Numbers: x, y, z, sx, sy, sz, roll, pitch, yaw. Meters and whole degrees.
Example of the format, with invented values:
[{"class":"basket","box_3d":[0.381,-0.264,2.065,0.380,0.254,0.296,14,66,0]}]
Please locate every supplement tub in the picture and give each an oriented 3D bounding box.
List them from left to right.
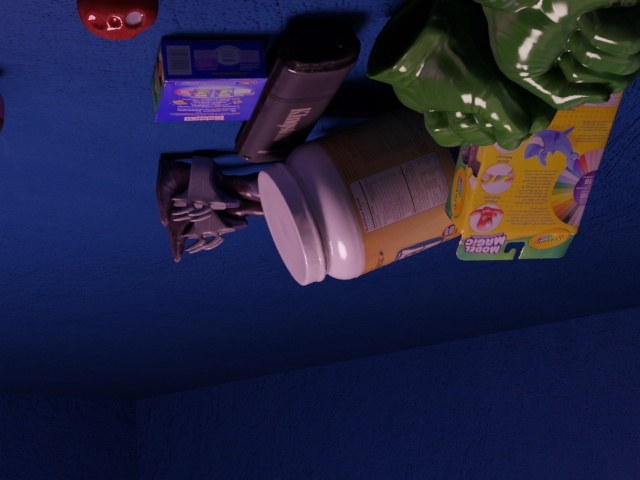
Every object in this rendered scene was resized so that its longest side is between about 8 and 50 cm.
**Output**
[{"class":"supplement tub","box_3d":[0.052,-0.047,1.247,0.199,0.144,0.144,-21,170,-13]}]

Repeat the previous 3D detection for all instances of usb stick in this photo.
[{"class":"usb stick","box_3d":[-0.027,-0.131,1.167,0.077,0.045,0.278,-16,171,-16]}]

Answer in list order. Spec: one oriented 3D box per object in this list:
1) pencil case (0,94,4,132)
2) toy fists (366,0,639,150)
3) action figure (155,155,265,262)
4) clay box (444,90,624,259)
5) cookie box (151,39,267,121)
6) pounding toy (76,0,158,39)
[{"class":"pencil case","box_3d":[-0.370,-0.111,1.041,0.098,0.095,0.209,2,171,34]},{"class":"toy fists","box_3d":[0.155,-0.147,0.966,0.142,0.096,0.279,28,153,-19]},{"class":"action figure","box_3d":[-0.037,-0.053,1.404,0.284,0.099,0.185,-9,161,1]},{"class":"clay box","box_3d":[0.197,-0.085,1.159,0.127,0.053,0.222,0,124,-20]},{"class":"cookie box","box_3d":[-0.102,-0.142,1.112,0.091,0.040,0.107,-2,166,-14]},{"class":"pounding toy","box_3d":[-0.106,-0.195,0.736,0.236,0.110,0.183,-13,165,31]}]
